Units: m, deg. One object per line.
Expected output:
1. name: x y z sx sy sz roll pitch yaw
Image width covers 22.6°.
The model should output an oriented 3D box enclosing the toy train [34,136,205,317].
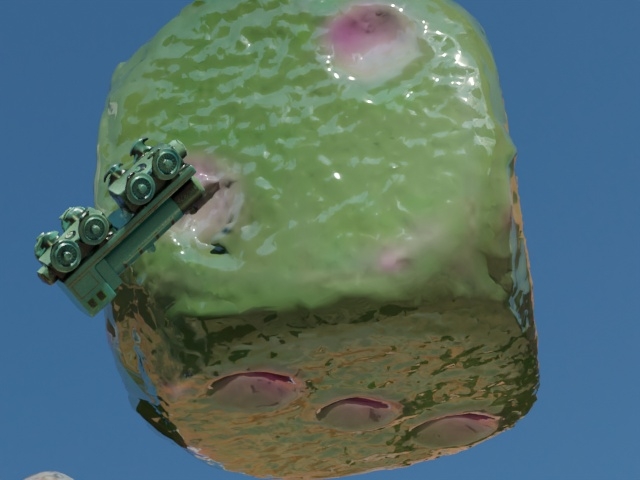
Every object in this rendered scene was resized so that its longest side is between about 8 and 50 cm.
1. toy train: -0.091 -0.008 0.743 0.092 0.029 0.045 -44 -63 -16

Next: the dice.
1. dice: 0.000 0.000 1.308 0.330 0.318 0.322 -8 -31 3

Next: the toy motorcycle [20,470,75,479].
1. toy motorcycle: -0.192 0.250 1.077 0.106 0.159 0.270 21 -23 22
